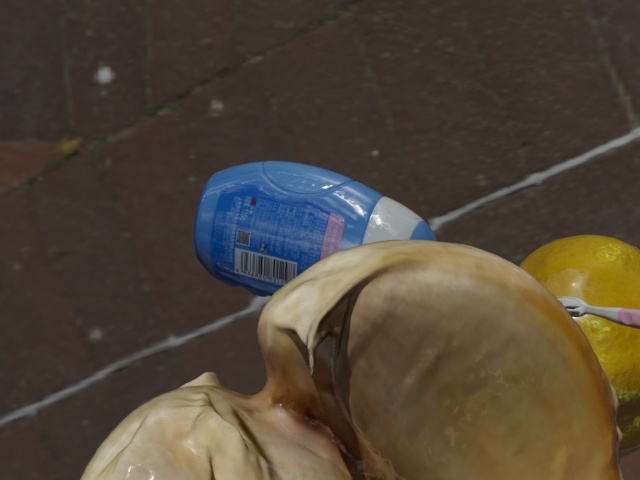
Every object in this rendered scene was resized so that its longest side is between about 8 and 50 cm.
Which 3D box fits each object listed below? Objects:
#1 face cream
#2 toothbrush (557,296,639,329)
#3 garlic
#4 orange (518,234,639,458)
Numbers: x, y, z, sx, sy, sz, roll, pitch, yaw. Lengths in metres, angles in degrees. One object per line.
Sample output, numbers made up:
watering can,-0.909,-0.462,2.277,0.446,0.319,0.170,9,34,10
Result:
face cream,0.000,0.000,1.661,0.264,0.083,0.149,14,101,21
toothbrush,0.266,0.066,1.340,0.286,0.025,0.020,-174,85,-69
garlic,0.022,0.143,0.856,0.313,0.249,0.286,38,107,-25
orange,0.327,0.129,1.895,0.235,0.279,0.279,7,101,14
